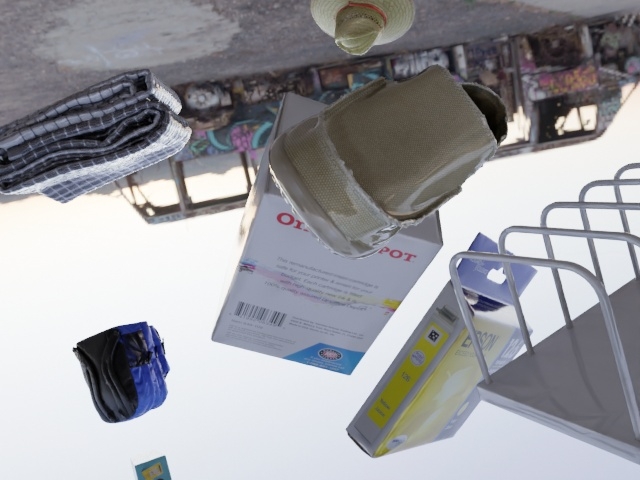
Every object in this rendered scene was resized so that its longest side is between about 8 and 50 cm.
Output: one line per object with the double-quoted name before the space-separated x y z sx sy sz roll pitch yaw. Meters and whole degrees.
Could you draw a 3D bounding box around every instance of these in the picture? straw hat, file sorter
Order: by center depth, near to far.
"file sorter" 0.298 0.042 0.582 0.278 0.173 0.193 -25 -166 -23
"straw hat" 0.052 -0.284 0.800 0.145 0.061 0.144 10 158 4

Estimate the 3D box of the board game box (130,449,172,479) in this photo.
"board game box" -0.420 0.686 1.549 0.079 0.253 0.336 -13 169 -23

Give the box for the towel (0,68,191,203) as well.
"towel" -0.351 -0.152 0.928 0.284 0.121 0.235 -23 -172 -1

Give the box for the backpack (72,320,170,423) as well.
"backpack" -0.254 0.177 0.801 0.098 0.120 0.101 -25 168 32

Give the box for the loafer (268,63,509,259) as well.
"loafer" 0.061 -0.070 0.408 0.092 0.102 0.268 -39 178 33

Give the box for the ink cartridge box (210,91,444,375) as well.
"ink cartridge box" 0.000 0.000 0.751 0.198 0.270 0.197 17 -136 -11

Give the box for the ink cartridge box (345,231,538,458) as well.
"ink cartridge box" 0.207 0.160 0.852 0.072 0.307 0.304 42 -168 33
